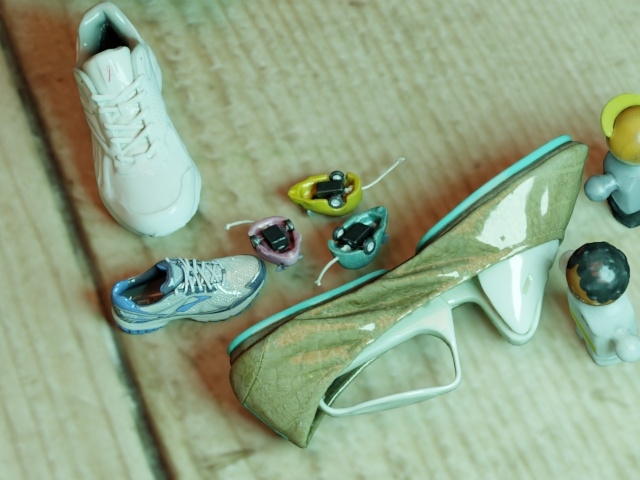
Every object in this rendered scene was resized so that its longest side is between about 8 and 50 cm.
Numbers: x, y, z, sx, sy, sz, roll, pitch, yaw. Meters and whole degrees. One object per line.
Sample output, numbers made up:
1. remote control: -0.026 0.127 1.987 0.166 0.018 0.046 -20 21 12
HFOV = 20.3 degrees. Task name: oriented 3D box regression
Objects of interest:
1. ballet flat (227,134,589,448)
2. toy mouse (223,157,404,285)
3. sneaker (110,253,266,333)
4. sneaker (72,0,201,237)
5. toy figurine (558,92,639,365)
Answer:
1. ballet flat: 0.092 0.053 1.416 0.342 0.116 0.124 -32 74 -5
2. toy mouse: 0.000 0.000 1.481 0.161 0.031 0.143 -11 39 5
3. sneaker: -0.111 0.039 1.487 0.135 0.058 0.052 -18 59 0
4. sneaker: -0.172 -0.109 1.549 0.090 0.115 0.232 -22 59 -2
5. toy figurine: 0.294 0.003 1.374 0.210 0.148 0.213 15 65 19
